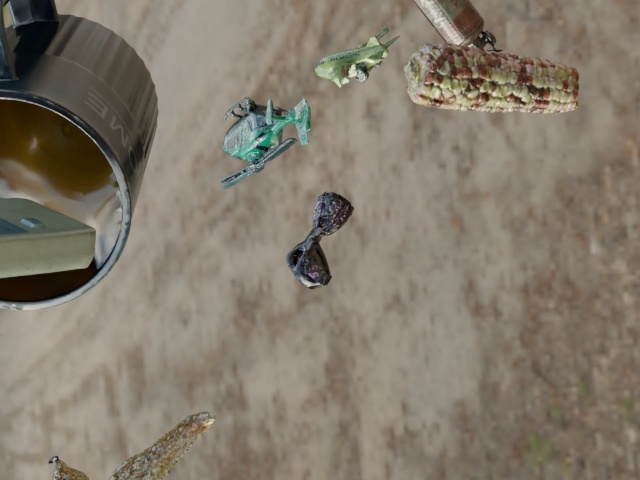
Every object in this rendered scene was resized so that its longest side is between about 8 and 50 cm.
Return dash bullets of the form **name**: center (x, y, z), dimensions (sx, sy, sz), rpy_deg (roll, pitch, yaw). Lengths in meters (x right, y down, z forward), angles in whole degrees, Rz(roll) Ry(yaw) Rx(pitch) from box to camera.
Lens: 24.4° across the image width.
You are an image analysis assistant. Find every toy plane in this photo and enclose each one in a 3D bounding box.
- **toy plane**: center (-0.073, -0.136, 1.897), dimensions (0.235, 0.060, 0.096), rpy_deg (-28, 52, 56)
- **toy plane**: center (0.037, -0.194, 1.613), dimensions (0.111, 0.102, 0.040), rpy_deg (-20, 111, 45)

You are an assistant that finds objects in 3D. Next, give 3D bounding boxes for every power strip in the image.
- **power strip**: center (-0.323, 0.001, 1.313), dimensions (0.118, 0.270, 0.046), rpy_deg (18, 105, 38)

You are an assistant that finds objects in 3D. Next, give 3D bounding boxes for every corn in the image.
- **corn**: center (0.246, -0.223, 2.079), dimensions (0.092, 0.280, 0.092), rpy_deg (-177, 90, -68)

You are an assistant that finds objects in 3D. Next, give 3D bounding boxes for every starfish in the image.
- **starfish**: center (-0.195, 0.271, 1.307), dimensions (0.048, 0.295, 0.231), rpy_deg (50, -171, -38)

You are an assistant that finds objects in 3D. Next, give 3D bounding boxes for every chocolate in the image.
- **chocolate**: center (-0.003, -0.001, 2.146), dimensions (0.070, 0.072, 0.147), rpy_deg (70, -147, -44)

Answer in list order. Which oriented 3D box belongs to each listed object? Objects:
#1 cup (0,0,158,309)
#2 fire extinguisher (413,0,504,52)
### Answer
- **cup**: center (-0.323, -0.121, 1.604), dimensions (0.308, 0.242, 0.292), rpy_deg (48, -161, -18)
- **fire extinguisher**: center (0.215, -0.356, 2.384), dimensions (0.252, 0.075, 0.106), rpy_deg (51, -168, -16)
